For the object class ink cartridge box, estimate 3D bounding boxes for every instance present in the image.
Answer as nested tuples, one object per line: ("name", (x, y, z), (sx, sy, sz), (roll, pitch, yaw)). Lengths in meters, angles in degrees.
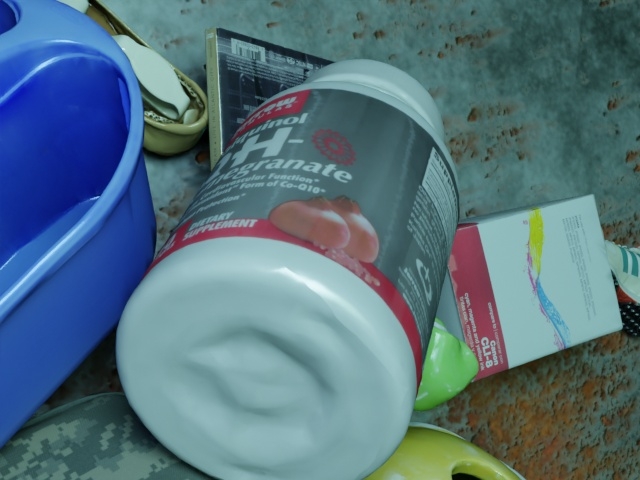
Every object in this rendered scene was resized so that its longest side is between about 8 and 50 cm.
("ink cartridge box", (0.152, 0.041, 0.928), (0.176, 0.128, 0.128), (-14, 91, -29))

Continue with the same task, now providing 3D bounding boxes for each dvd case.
("dvd case", (-0.031, -0.050, 0.864), (0.164, 0.018, 0.221), (3, 82, -54))

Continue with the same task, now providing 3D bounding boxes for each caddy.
("caddy", (-0.253, -0.009, 0.628), (0.241, 0.179, 0.341), (31, 64, 19))

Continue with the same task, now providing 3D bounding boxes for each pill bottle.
("pill bottle", (0.000, 0.000, 0.712), (0.176, 0.176, 0.319), (47, 32, -16))

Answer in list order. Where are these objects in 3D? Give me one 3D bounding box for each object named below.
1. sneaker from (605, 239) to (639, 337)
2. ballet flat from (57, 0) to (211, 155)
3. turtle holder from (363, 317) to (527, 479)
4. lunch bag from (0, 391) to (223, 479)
("sneaker", (0.297, 0.028, 1.061), (0.161, 0.057, 0.075), (38, 51, -19))
("ballet flat", (-0.174, -0.157, 0.803), (0.232, 0.073, 0.080), (38, 66, -20))
("turtle holder", (0.083, 0.239, 0.802), (0.243, 0.227, 0.320), (30, 69, -29))
("lunch bag", (-0.190, 0.283, 0.665), (0.305, 0.212, 0.256), (-25, 128, -29))
